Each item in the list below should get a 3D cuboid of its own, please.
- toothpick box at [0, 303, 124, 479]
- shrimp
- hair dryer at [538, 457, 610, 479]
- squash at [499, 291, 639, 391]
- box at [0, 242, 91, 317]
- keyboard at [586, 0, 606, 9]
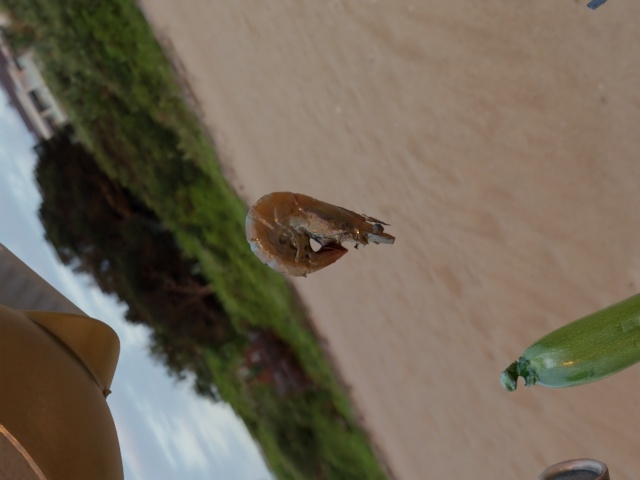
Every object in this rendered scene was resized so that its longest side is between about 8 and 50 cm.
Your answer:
[{"bbox_3d":[-0.387,0.260,1.260,0.409,0.409,0.425,65,-155,-50],"label":"toothpick box"},{"bbox_3d":[0.000,0.000,2.385,0.063,0.287,0.152,149,132,-69],"label":"shrimp"},{"bbox_3d":[0.331,0.284,1.236,0.070,0.255,0.128,-26,-71,-50],"label":"hair dryer"},{"bbox_3d":[0.444,0.142,1.962,0.101,0.378,0.101,159,90,-81],"label":"squash"},{"bbox_3d":[-0.449,0.083,1.892,0.337,0.106,0.264,45,167,-35],"label":"box"},{"bbox_3d":[0.487,-0.414,1.848,0.018,0.101,0.309,49,152,-4],"label":"keyboard"}]
